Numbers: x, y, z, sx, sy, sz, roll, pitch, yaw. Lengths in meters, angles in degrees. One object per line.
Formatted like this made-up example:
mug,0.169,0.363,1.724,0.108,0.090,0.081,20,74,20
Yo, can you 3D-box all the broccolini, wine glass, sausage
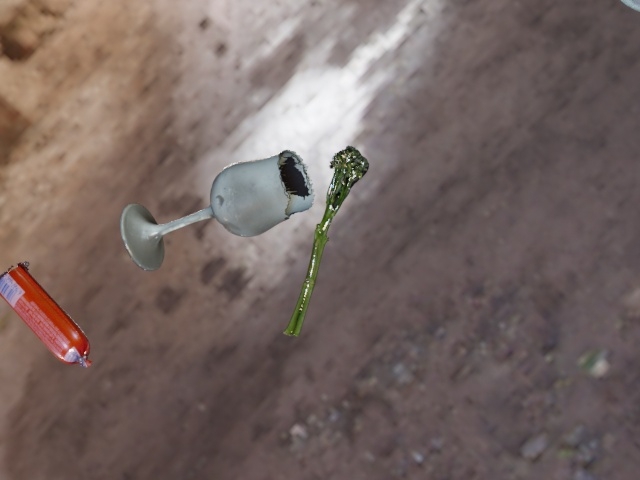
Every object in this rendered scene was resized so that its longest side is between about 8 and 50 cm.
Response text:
broccolini,0.000,0.000,1.767,0.042,0.044,0.218,5,73,68
wine glass,-0.105,-0.032,1.661,0.195,0.079,0.079,-19,30,25
sausage,-0.294,0.086,1.761,0.050,0.145,0.048,-23,-30,-46

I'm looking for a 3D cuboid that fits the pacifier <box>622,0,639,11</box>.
pacifier,0.269,-0.270,1.354,0.117,0.150,0.127,-26,12,43
